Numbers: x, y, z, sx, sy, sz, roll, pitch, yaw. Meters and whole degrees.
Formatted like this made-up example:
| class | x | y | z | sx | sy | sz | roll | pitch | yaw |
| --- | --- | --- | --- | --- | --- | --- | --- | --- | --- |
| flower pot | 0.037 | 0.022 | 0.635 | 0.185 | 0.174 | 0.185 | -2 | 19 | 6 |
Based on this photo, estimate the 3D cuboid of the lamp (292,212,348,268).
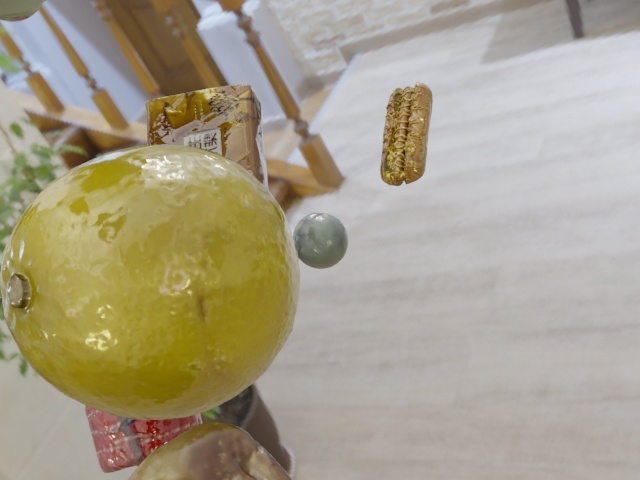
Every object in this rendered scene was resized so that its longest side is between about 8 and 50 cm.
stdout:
| class | x | y | z | sx | sy | sz | roll | pitch | yaw |
| --- | --- | --- | --- | --- | --- | --- | --- | --- | --- |
| lamp | 0.000 | 0.000 | 1.702 | 0.105 | 0.105 | 0.105 | -23 | 30 | 14 |

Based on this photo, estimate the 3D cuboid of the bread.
| class | x | y | z | sx | sy | sz | roll | pitch | yaw |
| --- | --- | --- | --- | --- | --- | --- | --- | --- | --- |
| bread | -0.126 | 0.333 | 0.941 | 0.195 | 0.246 | 0.176 | 38 | 38 | 24 |

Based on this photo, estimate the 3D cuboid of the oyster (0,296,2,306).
| class | x | y | z | sx | sy | sz | roll | pitch | yaw |
| --- | --- | --- | --- | --- | --- | --- | --- | --- | --- |
| oyster | -0.709 | 0.198 | 1.766 | 0.259 | 0.092 | 0.198 | -30 | 32 | -29 |

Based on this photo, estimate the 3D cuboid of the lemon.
| class | x | y | z | sx | sy | sz | roll | pitch | yaw |
| --- | --- | --- | --- | --- | --- | --- | --- | --- | --- |
| lemon | -0.194 | 0.048 | 1.091 | 0.347 | 0.348 | 0.348 | -23 | 30 | 14 |

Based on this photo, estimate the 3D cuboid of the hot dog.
| class | x | y | z | sx | sy | sz | roll | pitch | yaw |
| --- | --- | --- | --- | --- | --- | --- | --- | --- | --- |
| hot dog | 0.119 | -0.147 | 1.303 | 0.071 | 0.045 | 0.165 | -8 | 59 | 32 |

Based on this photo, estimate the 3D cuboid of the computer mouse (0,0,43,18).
| class | x | y | z | sx | sy | sz | roll | pitch | yaw |
| --- | --- | --- | --- | --- | --- | --- | --- | --- | --- |
| computer mouse | -0.302 | -0.225 | 0.791 | 0.056 | 0.089 | 0.181 | 19 | 29 | 40 |

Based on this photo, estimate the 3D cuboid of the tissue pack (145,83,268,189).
| class | x | y | z | sx | sy | sz | roll | pitch | yaw |
| --- | --- | --- | --- | --- | --- | --- | --- | --- | --- |
| tissue pack | -0.178 | -0.125 | 1.477 | 0.183 | 0.092 | 0.226 | -10 | 65 | 7 |

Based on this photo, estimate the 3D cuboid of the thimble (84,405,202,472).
| class | x | y | z | sx | sy | sz | roll | pitch | yaw |
| --- | --- | --- | --- | --- | --- | --- | --- | --- | --- |
| thimble | -0.265 | 0.272 | 1.404 | 0.163 | 0.125 | 0.189 | -13 | -8 | -21 |

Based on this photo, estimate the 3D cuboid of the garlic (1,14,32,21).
| class | x | y | z | sx | sy | sz | roll | pitch | yaw |
| --- | --- | --- | --- | --- | --- | --- | --- | --- | --- |
| garlic | -0.479 | -0.455 | 1.378 | 0.160 | 0.245 | 0.245 | -32 | 26 | 24 |
